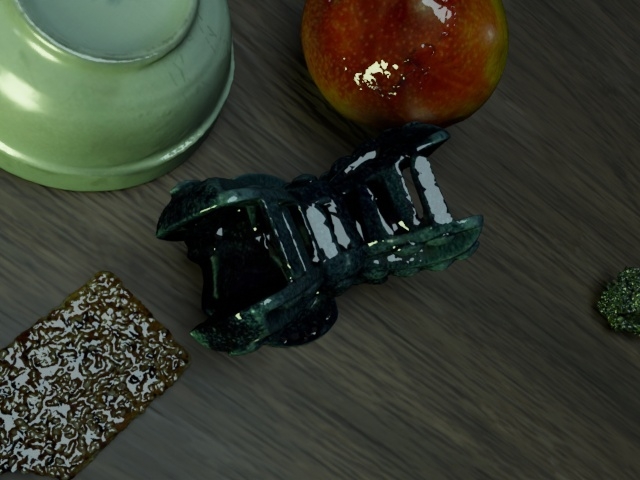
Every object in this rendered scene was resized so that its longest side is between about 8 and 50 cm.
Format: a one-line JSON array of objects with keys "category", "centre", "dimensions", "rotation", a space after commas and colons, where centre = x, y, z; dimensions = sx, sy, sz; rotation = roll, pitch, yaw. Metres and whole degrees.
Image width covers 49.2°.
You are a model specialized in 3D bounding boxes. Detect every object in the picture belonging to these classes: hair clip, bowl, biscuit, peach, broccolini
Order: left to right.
[{"category": "biscuit", "centre": [-0.241, 0.144, 0.631], "dimensions": [0.131, 0.026, 0.237], "rotation": [47, 63, -2]}, {"category": "bowl", "centre": [-0.220, -0.213, 0.676], "dimensions": [0.307, 0.163, 0.307], "rotation": [7, 74, -23]}, {"category": "hair clip", "centre": [-0.005, 0.002, 0.672], "dimensions": [0.310, 0.206, 0.195], "rotation": [-18, 87, -30]}, {"category": "peach", "centre": [0.093, -0.222, 0.765], "dimensions": [0.230, 0.231, 0.231], "rotation": [6, 73, -20]}, {"category": "broccolini", "centre": [0.442, 0.102, 0.917], "dimensions": [0.202, 0.068, 0.091], "rotation": [30, 78, -28]}]
